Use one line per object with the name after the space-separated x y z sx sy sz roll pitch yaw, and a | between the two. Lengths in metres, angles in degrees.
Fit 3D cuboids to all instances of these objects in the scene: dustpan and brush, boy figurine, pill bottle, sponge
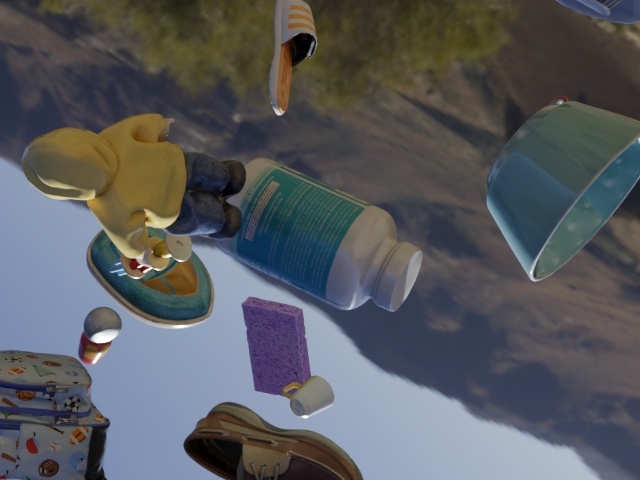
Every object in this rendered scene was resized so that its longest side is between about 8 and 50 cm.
0.323 -0.340 1.513 0.211 0.060 0.147 32 178 21 | dustpan and brush
-0.209 -0.060 1.298 0.092 0.177 0.285 -1 173 41 | boy figurine
0.000 0.000 1.532 0.264 0.146 0.146 25 179 19 | pill bottle
-0.079 0.205 2.123 0.117 0.210 0.031 11 -144 25 | sponge

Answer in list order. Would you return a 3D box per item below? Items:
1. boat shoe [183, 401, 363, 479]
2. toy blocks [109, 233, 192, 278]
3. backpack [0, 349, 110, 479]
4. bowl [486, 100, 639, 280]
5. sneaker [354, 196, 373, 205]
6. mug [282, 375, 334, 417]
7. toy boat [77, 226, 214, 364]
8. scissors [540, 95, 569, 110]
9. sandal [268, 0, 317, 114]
-0.080 0.358 1.796 0.324 0.123 0.116 13 -153 35 | boat shoe
-0.277 -0.007 1.716 0.054 0.148 0.123 -36 -77 -53 | toy blocks
-0.467 0.279 1.736 0.263 0.213 0.276 -2 -176 -21 | backpack
0.386 -0.102 1.852 0.163 0.311 0.311 41 -176 19 | bowl
0.033 -0.009 1.725 0.222 0.083 0.118 16 -151 -41 | sneaker
-0.025 0.276 1.972 0.078 0.064 0.062 -18 98 46 | mug
-0.341 0.096 2.130 0.267 0.318 0.148 35 140 1 | toy boat
0.420 -0.163 2.273 0.109 0.297 0.021 32 173 47 | scissors
-0.043 -0.355 2.121 0.076 0.265 0.102 0 162 12 | sandal
